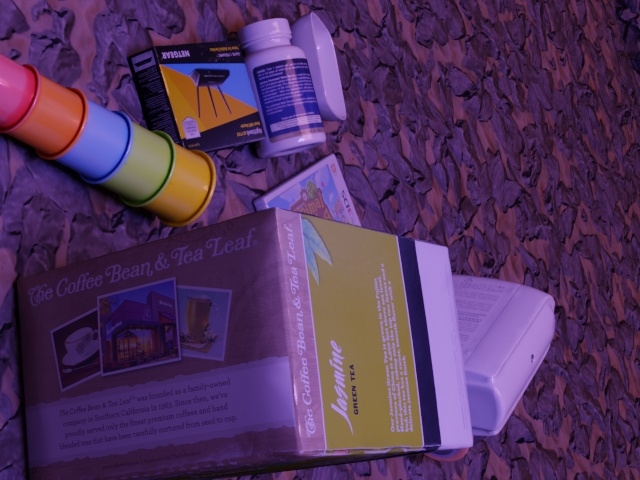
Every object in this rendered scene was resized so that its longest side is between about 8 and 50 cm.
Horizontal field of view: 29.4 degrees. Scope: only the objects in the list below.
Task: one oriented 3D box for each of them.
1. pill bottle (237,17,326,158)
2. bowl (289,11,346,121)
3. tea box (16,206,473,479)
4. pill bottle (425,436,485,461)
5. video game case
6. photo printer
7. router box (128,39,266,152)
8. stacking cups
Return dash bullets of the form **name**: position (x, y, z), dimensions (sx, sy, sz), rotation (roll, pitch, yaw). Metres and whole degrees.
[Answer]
- **pill bottle**: position (-0.056, -0.199, 1.597), dimensions (0.094, 0.094, 0.170), rotation (-13, 89, -58)
- **bowl**: position (-0.010, -0.234, 1.697), dimensions (0.142, 0.053, 0.142), rotation (20, 58, -76)
- **tea box**: position (-0.071, 0.122, 1.219), dimensions (0.323, 0.329, 0.220), rotation (12, 68, -54)
- **pill bottle**: position (0.209, 0.216, 1.809), dimensions (0.130, 0.130, 0.246), rotation (61, 34, -22)
- **video game case**: position (0.000, 0.000, 1.671), dimensions (0.212, 0.023, 0.193), rotation (-37, 109, -56)
- **photo printer**: position (0.176, 0.141, 1.679), dimensions (0.307, 0.256, 0.107), rotation (-42, 133, -56)
- **router box**: position (-0.146, -0.172, 1.489), dimensions (0.179, 0.046, 0.133), rotation (-21, 96, -58)
- **stacking cups**: position (-0.242, -0.106, 1.266), dimensions (0.316, 0.096, 0.096), rotation (28, 55, -50)
